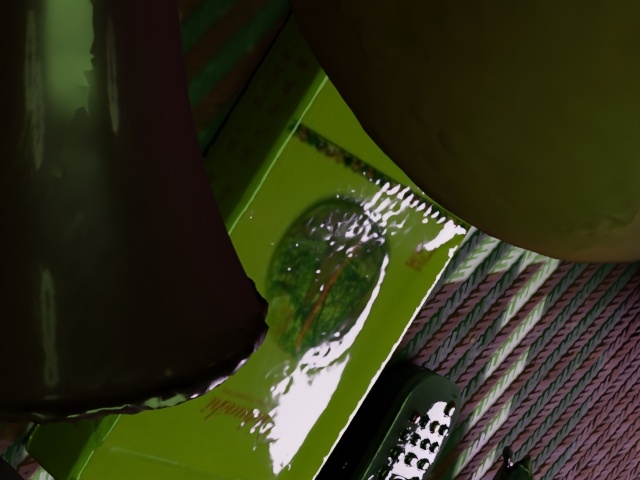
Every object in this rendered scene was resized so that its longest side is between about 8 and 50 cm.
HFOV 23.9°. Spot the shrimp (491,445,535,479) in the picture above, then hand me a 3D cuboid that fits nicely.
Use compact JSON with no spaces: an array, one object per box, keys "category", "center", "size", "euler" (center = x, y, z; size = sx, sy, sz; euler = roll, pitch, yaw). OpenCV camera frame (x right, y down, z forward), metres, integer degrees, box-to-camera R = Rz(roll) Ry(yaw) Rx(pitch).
[{"category":"shrimp","center":[0.055,0.300,1.078],"size":[0.247,0.085,0.360],"euler":[12,112,-43]}]

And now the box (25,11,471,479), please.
[{"category":"box","center":[0.000,0.000,0.812],"size":[0.187,0.047,0.335],"euler":[27,96,-52]}]

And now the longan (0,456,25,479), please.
[{"category":"longan","center":[-0.218,0.187,0.543],"size":[0.297,0.297,0.297],"euler":[-27,134,-31]}]

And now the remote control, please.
[{"category":"remote control","center":[0.018,0.179,0.967],"size":[0.222,0.042,0.072],"euler":[-58,142,2]}]

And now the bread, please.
[{"category":"bread","center":[0.140,-0.217,0.486],"size":[0.376,0.253,0.348],"euler":[-54,179,44]}]

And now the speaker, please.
[{"category":"speaker","center":[-0.148,-0.112,0.524],"size":[0.259,0.198,0.329],"euler":[-6,111,-12]}]
